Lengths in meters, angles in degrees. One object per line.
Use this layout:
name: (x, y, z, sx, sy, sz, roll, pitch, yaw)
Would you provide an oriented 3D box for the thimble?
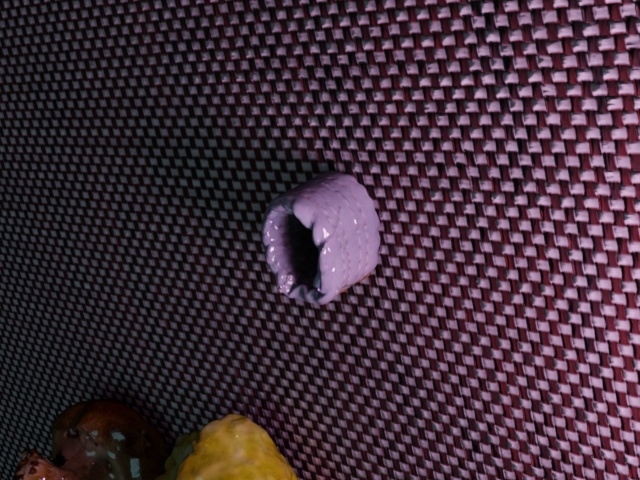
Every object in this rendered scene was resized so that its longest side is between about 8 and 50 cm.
thimble: (-0.002, -0.003, 1.554, 0.127, 0.118, 0.151, 9, 117, 42)

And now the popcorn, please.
popcorn: (-0.141, 0.460, 1.849, 0.292, 0.293, 0.334, 33, 117, -17)

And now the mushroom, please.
mushroom: (-0.398, 0.412, 2.168, 0.267, 0.254, 0.267, 56, 167, 20)
